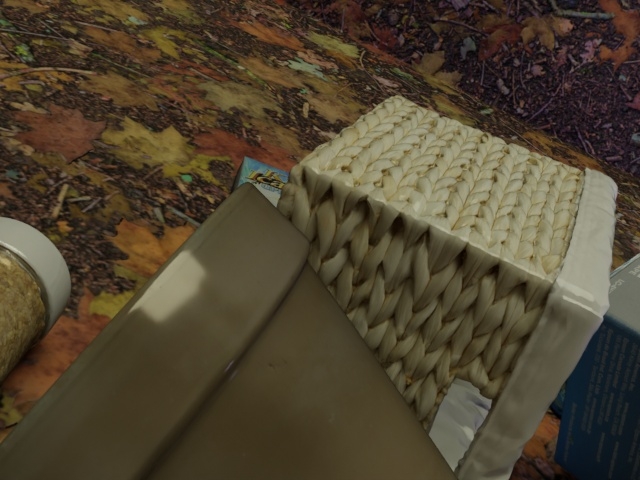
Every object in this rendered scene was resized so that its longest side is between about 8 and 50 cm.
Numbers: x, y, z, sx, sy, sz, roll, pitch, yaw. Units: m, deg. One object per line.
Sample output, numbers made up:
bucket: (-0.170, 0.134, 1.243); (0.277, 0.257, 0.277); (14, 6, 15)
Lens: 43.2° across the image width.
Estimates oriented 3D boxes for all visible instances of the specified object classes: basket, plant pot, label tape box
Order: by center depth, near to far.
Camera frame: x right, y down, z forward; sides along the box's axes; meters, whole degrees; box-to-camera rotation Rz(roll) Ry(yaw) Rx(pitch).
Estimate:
plant pot: (-0.052, 0.169, 0.546); (0.280, 0.323, 0.323); (40, 26, -6)
label tape box: (0.396, 0.202, 0.739); (0.115, 0.249, 0.348); (-31, 45, -29)
basket: (0.093, 0.071, 0.785); (0.266, 0.328, 0.331); (25, 27, 9)

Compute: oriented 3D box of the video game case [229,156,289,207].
video game case: (0.000, 0.000, 1.112); (0.269, 0.061, 0.244); (20, 26, -10)

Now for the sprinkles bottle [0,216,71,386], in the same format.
sprinkles bottle: (-0.307, 0.108, 0.593); (0.121, 0.121, 0.355); (23, 28, -4)

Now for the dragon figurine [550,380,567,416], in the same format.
dragon figurine: (0.350, 0.186, 1.049); (0.144, 0.085, 0.289); (11, 32, -28)
